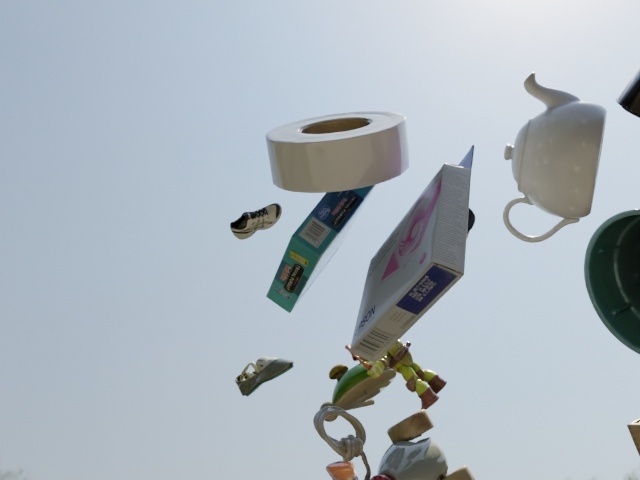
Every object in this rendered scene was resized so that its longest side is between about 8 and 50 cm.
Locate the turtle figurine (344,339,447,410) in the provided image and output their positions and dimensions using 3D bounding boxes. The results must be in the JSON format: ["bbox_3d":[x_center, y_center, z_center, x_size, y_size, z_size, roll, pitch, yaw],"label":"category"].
[{"bbox_3d":[0.175,0.260,1.425,0.087,0.217,0.269,-50,-8,13],"label":"turtle figurine"}]

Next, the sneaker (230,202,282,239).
[{"bbox_3d":[-0.096,-0.031,0.965,0.083,0.032,0.037,-33,-32,4],"label":"sneaker"}]

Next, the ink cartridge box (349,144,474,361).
[{"bbox_3d":[0.172,0.017,1.228,0.071,0.330,0.324,22,-42,-9],"label":"ink cartridge box"}]

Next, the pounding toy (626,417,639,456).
[{"bbox_3d":[0.850,0.416,1.483,0.206,0.094,0.181,-17,-8,-22],"label":"pounding toy"}]

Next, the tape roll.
[{"bbox_3d":[0.036,-0.184,1.306,0.286,0.286,0.100,-7,-70,3],"label":"tape roll"}]

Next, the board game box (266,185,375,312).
[{"bbox_3d":[0.000,0.000,1.522,0.079,0.254,0.336,35,-29,5],"label":"board game box"}]

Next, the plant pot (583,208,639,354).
[{"bbox_3d":[0.844,0.057,1.458,0.334,0.341,0.341,-17,-32,-26],"label":"plant pot"}]

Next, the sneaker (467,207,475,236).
[{"bbox_3d":[0.277,0.043,1.554,0.090,0.270,0.145,32,-35,7],"label":"sneaker"}]

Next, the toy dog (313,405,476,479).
[{"bbox_3d":[0.099,0.406,1.079,0.333,0.220,0.161,11,-46,-35],"label":"toy dog"}]

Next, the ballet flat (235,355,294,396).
[{"bbox_3d":[-0.145,0.320,1.583,0.072,0.068,0.213,-27,-10,-47],"label":"ballet flat"}]

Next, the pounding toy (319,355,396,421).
[{"bbox_3d":[0.082,0.354,1.669,0.182,0.110,0.237,-15,-32,-30],"label":"pounding toy"}]

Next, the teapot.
[{"bbox_3d":[0.470,-0.163,1.329,0.187,0.256,0.253,8,-34,23],"label":"teapot"}]

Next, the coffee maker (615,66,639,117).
[{"bbox_3d":[0.600,-0.301,1.135,0.120,0.171,0.178,-7,-48,-52],"label":"coffee maker"}]
